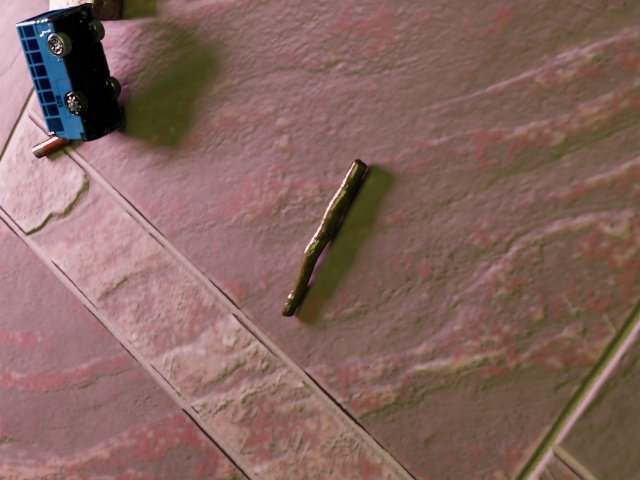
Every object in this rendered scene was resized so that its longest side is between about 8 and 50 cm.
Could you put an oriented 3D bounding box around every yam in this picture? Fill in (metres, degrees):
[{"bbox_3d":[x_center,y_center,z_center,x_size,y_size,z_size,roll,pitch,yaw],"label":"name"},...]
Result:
[{"bbox_3d":[0.001,0.000,1.785,0.234,0.027,0.029,-64,23,17],"label":"yam"}]

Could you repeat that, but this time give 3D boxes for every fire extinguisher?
[{"bbox_3d":[-0.398,-0.149,2.078,0.083,0.022,0.028,-23,46,33],"label":"fire extinguisher"}]

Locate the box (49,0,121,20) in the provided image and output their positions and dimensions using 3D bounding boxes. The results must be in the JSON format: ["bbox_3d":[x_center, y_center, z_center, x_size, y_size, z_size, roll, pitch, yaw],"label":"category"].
[{"bbox_3d":[-0.342,-0.344,2.014,0.098,0.062,0.045,6,95,37],"label":"box"}]

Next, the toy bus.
[{"bbox_3d":[-0.356,-0.237,1.974,0.106,0.090,0.185,0,112,36],"label":"toy bus"}]
